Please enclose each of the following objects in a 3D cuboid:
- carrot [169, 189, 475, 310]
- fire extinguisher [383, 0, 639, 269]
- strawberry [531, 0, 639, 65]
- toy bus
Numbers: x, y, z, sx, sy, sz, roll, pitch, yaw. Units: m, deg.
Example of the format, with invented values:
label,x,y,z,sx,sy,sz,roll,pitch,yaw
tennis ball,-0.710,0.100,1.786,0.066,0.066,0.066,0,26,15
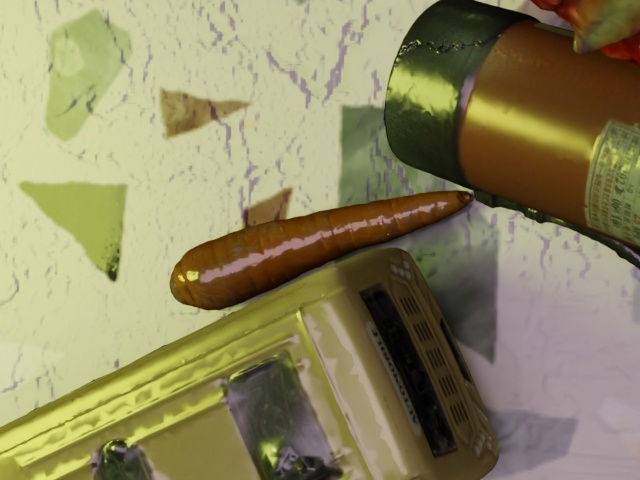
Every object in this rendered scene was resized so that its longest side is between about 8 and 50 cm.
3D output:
label,x,y,z,sx,sy,sz,roll,pitch,yaw
carrot,0.000,0.000,0.991,0.216,0.048,0.048,-18,85,11
fire extinguisher,0.227,-0.026,0.858,0.376,0.200,0.113,22,74,33
strawberry,0.184,-0.259,0.768,0.292,0.292,0.343,-20,41,17
toy bus,-0.088,0.147,0.937,0.365,0.202,0.177,-27,83,17
